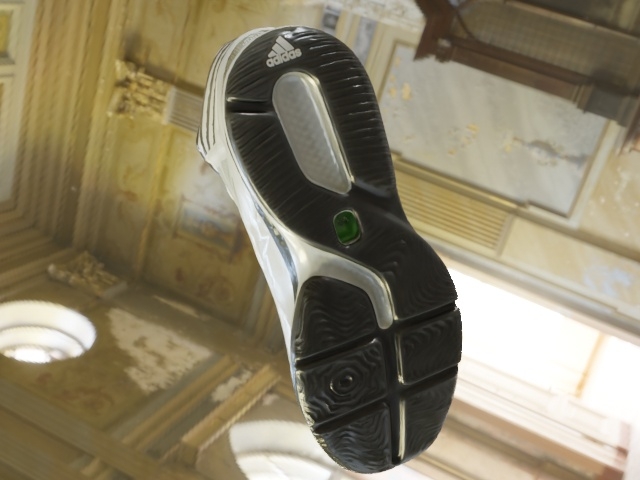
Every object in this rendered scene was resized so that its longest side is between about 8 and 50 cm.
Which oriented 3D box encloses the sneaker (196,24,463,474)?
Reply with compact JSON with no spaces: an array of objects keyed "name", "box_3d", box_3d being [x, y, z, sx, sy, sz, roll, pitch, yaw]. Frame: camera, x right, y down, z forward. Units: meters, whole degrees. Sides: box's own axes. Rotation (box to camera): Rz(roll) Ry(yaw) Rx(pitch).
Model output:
[{"name":"sneaker","box_3d":[0.001,-0.001,0.805,0.257,0.169,0.447,-134,26,-66]}]
